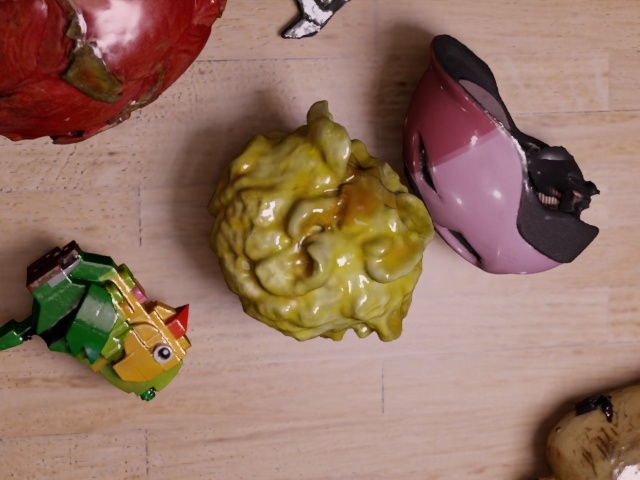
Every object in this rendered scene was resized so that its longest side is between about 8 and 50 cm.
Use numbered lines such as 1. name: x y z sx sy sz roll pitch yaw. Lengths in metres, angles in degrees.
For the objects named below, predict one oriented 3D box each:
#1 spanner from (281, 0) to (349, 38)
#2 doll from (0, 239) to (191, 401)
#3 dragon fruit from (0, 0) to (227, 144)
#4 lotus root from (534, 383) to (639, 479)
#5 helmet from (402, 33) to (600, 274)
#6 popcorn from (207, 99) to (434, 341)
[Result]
1. spanner: 0.090 -0.277 1.858 0.316 0.024 0.087 -15 101 -11
2. doll: -0.220 0.085 1.789 0.186 0.106 0.134 25 97 -14
3. dragon fruit: -0.233 -0.234 1.665 0.342 0.277 0.277 -43 103 -17
4. lotus root: 0.328 0.222 1.906 0.257 0.140 0.154 -36 109 -12
5. helmet: 0.162 -0.065 1.815 0.253 0.198 0.154 35 111 -21
6. popcorn: 0.006 -0.009 1.775 0.235 0.181 0.217 39 111 9
